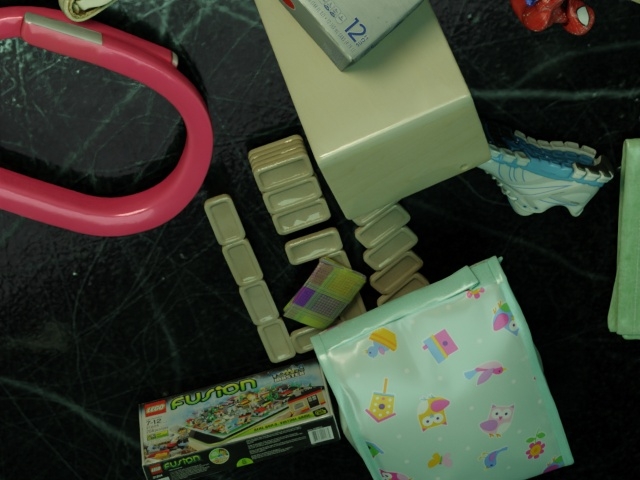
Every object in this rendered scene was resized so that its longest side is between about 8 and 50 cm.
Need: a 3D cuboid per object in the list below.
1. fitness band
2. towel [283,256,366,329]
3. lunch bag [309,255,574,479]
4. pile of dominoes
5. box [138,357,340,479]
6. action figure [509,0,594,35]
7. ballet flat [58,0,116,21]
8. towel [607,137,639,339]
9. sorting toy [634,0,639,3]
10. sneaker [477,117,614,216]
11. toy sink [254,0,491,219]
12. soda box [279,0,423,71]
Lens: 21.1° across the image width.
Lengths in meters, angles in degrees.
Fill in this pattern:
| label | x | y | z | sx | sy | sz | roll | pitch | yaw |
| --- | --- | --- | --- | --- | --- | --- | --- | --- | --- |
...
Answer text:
| label | x | y | z | sx | sy | sz | roll | pitch | yaw |
| --- | --- | --- | --- | --- | --- | --- | --- | --- | --- |
| fitness band | -0.247 | -0.114 | 1.675 | 0.290 | 0.054 | 0.209 | 19 | 118 | -17 |
| towel | 0.005 | 0.057 | 1.809 | 0.060 | 0.009 | 0.083 | 22 | 120 | -27 |
| lunch bag | 0.123 | 0.148 | 1.814 | 0.223 | 0.160 | 0.262 | -23 | 127 | 1 |
| pile of dominoes | 0.000 | 0.000 | 1.797 | 0.196 | 0.040 | 0.251 | -19 | 129 | 2 |
| box | -0.089 | 0.194 | 1.836 | 0.207 | 0.114 | 0.036 | -15 | 120 | -1 |
| action figure | 0.175 | -0.296 | 1.605 | 0.280 | 0.091 | 0.139 | 35 | 121 | -24 |
| ballet flat | -0.171 | -0.257 | 1.600 | 0.168 | 0.052 | 0.057 | -36 | 118 | 11 |
| towel | 0.478 | -0.008 | 1.855 | 0.324 | 0.038 | 0.248 | -3 | 119 | -5 |
| sorting toy | 0.454 | -0.314 | 1.615 | 0.257 | 0.089 | 0.255 | 15 | 132 | -16 |
| sneaker | 0.202 | -0.066 | 1.761 | 0.190 | 0.071 | 0.083 | 16 | 122 | -17 |
| toy sink | 0.045 | -0.164 | 1.627 | 0.152 | 0.234 | 0.131 | -24 | 150 | 4 |
| soda box | -0.035 | -0.288 | 1.508 | 0.098 | 0.091 | 0.286 | -42 | 93 | -5 |
